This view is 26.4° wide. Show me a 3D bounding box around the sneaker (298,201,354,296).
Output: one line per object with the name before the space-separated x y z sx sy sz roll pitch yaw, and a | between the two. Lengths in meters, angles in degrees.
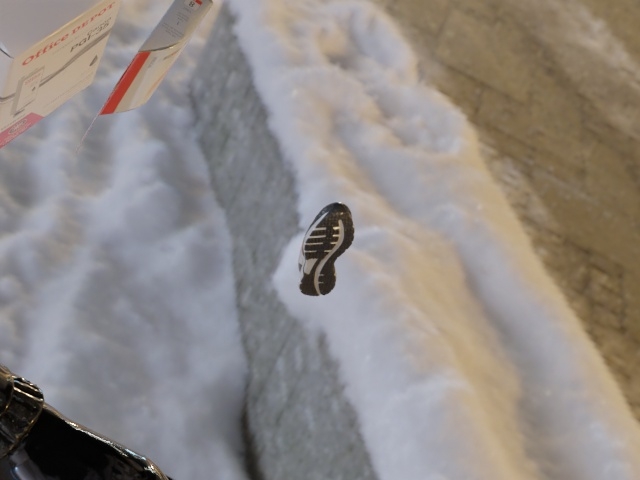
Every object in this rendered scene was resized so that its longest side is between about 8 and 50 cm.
sneaker | 0.000 0.000 1.128 0.040 0.109 0.043 4 53 -14

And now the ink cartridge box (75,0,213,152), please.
ink cartridge box | -0.194 -0.181 1.504 0.045 0.145 0.179 32 56 -10

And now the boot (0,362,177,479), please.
boot | -0.298 0.179 1.322 0.348 0.260 0.131 11 46 37

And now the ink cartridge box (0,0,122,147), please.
ink cartridge box | -0.394 -0.265 1.841 0.117 0.283 0.207 47 61 3
